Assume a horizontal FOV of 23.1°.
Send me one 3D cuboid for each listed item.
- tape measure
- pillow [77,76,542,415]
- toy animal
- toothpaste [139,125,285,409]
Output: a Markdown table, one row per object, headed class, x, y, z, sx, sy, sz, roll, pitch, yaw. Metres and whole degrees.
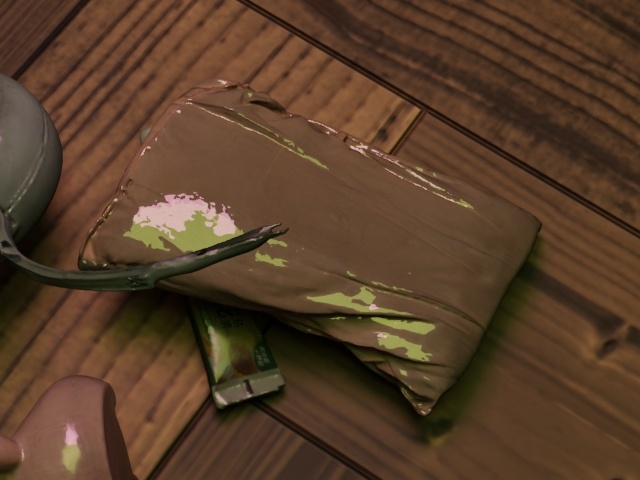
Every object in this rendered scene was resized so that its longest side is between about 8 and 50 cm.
| class | x | y | z | sx | sy | sz | roll | pitch | yaw |
| --- | --- | --- | --- | --- | --- | --- | --- | --- | --- |
| tape measure | -0.168 | -0.042 | 0.943 | 0.330 | 0.084 | 0.164 | -6 | 58 | 32 |
| pillow | 0.000 | 0.000 | 1.008 | 0.270 | 0.067 | 0.173 | 24 | 59 | -3 |
| toy animal | -0.214 | 0.153 | 0.911 | 0.212 | 0.124 | 0.124 | -16 | 66 | -4 |
| toothpaste | -0.080 | 0.013 | 1.030 | 0.049 | 0.031 | 0.204 | -15 | 68 | -19 |
